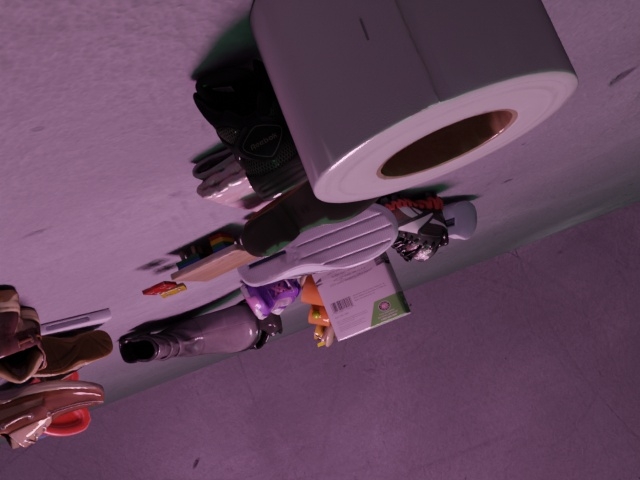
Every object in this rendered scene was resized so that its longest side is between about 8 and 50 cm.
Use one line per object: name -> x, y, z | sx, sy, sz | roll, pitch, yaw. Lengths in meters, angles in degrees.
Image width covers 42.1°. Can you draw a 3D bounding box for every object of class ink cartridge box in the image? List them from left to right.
ink cartridge box -> 0.077, 0.083, 1.777 | 0.160, 0.219, 0.092 | -23, 172, 12

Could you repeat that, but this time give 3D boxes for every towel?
towel -> 0.036, -0.126, 1.113 | 0.331, 0.053, 0.317 | -25, 168, 19

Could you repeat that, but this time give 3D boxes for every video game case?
video game case -> -0.537, 0.196, 1.669 | 0.183, 0.023, 0.201 | -12, 166, -39

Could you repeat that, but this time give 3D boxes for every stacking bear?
stacking bear -> -0.739, 0.429, 2.100 | 0.289, 0.175, 0.164 | -21, 174, 42

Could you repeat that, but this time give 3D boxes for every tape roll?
tape roll -> 0.079, -0.157, 0.734 | 0.246, 0.169, 0.246 | -21, 170, -4

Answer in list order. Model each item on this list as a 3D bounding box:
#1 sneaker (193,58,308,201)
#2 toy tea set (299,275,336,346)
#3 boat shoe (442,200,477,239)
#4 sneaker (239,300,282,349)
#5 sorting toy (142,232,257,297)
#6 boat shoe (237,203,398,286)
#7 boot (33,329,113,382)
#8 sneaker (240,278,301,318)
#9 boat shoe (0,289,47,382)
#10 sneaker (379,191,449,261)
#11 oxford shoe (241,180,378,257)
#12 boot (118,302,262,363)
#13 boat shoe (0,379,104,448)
sneaker -> -0.067, -0.128, 0.863 | 0.087, 0.130, 0.227 | -27, -163, 3
toy tea set -> -0.009, 0.116, 2.004 | 0.124, 0.200, 0.336 | 17, 157, 13
boat shoe -> 0.275, -0.047, 1.914 | 0.084, 0.095, 0.258 | 6, -175, 37
sneaker -> -0.210, 0.241, 2.238 | 0.109, 0.130, 0.286 | -13, 168, -45
sorting toy -> -0.189, 0.030, 1.458 | 0.274, 0.046, 0.132 | -25, 169, 17
boat shoe -> 0.000, 0.000, 1.558 | 0.335, 0.121, 0.119 | -15, -179, 27
boot -> -0.537, 0.240, 1.634 | 0.165, 0.077, 0.213 | -28, 168, 39
sneaker -> -0.108, 0.121, 1.972 | 0.104, 0.095, 0.236 | -31, 172, 13
boat shoe -> -0.510, 0.176, 1.353 | 0.123, 0.123, 0.342 | -17, 168, -20
sneaker -> 0.171, -0.020, 1.675 | 0.097, 0.135, 0.276 | -28, 166, 39
oxford shoe -> -0.011, -0.054, 1.110 | 0.212, 0.076, 0.076 | -25, -162, 3
boot -> -0.316, 0.241, 1.996 | 0.338, 0.118, 0.222 | -22, 170, 41
boat shoe -> -0.578, 0.340, 1.596 | 0.324, 0.116, 0.123 | -6, 167, -23
